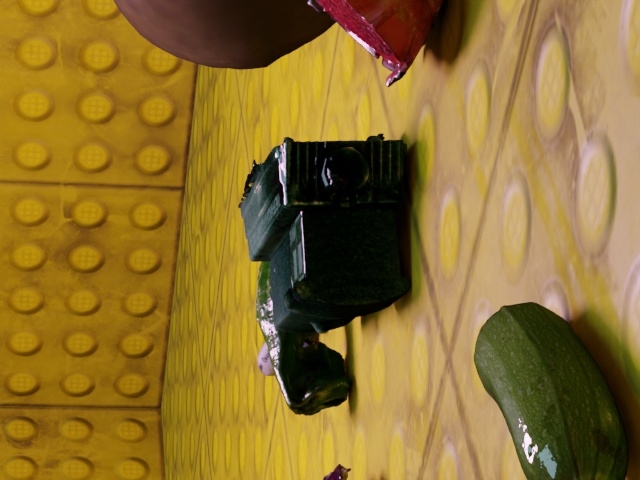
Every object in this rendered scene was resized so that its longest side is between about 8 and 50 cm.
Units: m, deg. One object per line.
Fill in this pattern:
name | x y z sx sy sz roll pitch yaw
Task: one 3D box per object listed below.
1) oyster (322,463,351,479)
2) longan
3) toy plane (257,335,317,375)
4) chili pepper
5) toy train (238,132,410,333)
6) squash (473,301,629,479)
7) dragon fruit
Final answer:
oyster | 0.008 0.354 1.703 0.271 0.100 0.275 59 -163 -74
longan | -0.084 -0.355 1.852 0.361 0.361 0.361 -178 90 -80
toy plane | -0.039 0.120 2.157 0.171 0.065 0.162 103 165 -55
chili pepper | -0.022 0.077 1.965 0.083 0.099 0.253 109 160 -56
toy train | 0.000 0.000 1.772 0.330 0.138 0.178 128 139 -75
squash | 0.143 0.097 1.110 0.219 0.068 0.077 -111 20 -68
dragon fruit | 0.062 -0.230 1.545 0.161 0.126 0.274 51 180 11
